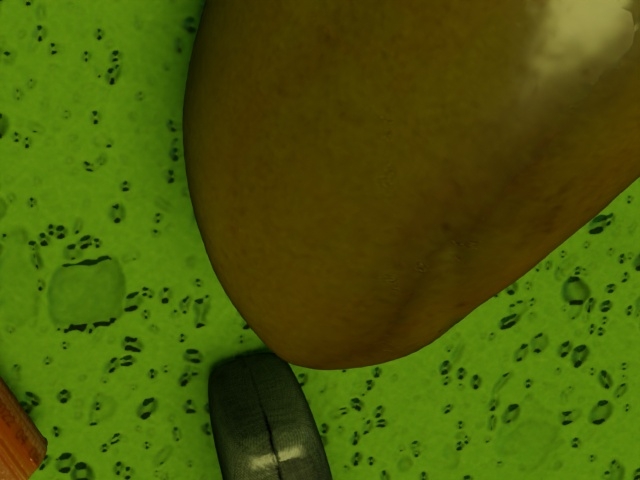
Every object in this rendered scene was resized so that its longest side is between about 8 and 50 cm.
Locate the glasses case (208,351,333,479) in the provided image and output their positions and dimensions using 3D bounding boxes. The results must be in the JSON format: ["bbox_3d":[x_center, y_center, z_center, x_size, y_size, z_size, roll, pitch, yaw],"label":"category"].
[{"bbox_3d":[-0.016,0.242,1.407,0.074,0.131,0.323,-14,117,-4],"label":"glasses case"}]

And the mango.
[{"bbox_3d":[0.075,-0.119,1.184,0.300,0.232,0.446,38,113,15],"label":"mango"}]

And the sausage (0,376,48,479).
[{"bbox_3d":[-0.270,0.072,1.296,0.071,0.071,0.234,-30,118,0],"label":"sausage"}]
